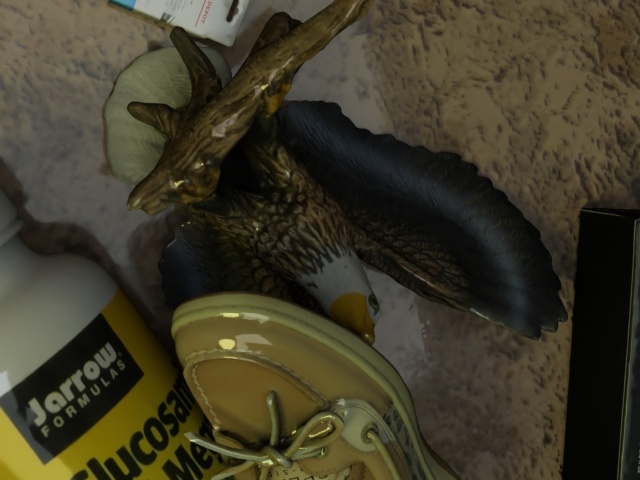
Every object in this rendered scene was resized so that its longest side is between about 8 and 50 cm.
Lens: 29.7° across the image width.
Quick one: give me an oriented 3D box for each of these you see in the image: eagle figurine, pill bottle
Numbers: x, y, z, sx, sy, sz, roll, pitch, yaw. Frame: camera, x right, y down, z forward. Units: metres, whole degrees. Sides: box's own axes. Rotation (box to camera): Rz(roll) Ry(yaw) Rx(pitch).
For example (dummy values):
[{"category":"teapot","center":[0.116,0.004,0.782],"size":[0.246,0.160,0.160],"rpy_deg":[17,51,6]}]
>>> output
[{"category":"eagle figurine","center":[0.001,0.009,0.766],"size":[0.226,0.225,0.298],"rpy_deg":[-13,142,26]},{"category":"pill bottle","center":[-0.160,0.131,0.718],"size":[0.188,0.188,0.334],"rpy_deg":[-35,103,-7]}]

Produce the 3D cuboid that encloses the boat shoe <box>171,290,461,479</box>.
[{"category":"boat shoe","center":[0.010,0.136,0.694],"size":[0.285,0.104,0.089],"rpy_deg":[49,42,-34]}]

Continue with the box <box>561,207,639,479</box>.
[{"category":"box","center":[0.278,0.112,0.861],"size":[0.184,0.103,0.261],"rpy_deg":[2,95,-10]}]

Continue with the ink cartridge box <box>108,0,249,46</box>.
[{"category":"ink cartridge box","center":[-0.090,-0.162,0.782],"size":[0.083,0.028,0.048],"rpy_deg":[21,92,-14]}]
